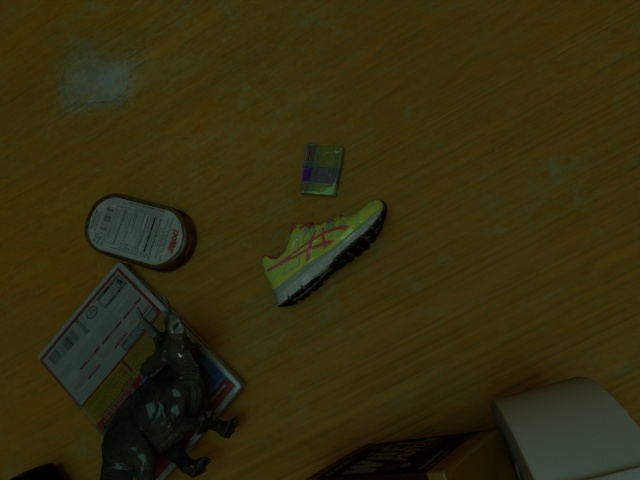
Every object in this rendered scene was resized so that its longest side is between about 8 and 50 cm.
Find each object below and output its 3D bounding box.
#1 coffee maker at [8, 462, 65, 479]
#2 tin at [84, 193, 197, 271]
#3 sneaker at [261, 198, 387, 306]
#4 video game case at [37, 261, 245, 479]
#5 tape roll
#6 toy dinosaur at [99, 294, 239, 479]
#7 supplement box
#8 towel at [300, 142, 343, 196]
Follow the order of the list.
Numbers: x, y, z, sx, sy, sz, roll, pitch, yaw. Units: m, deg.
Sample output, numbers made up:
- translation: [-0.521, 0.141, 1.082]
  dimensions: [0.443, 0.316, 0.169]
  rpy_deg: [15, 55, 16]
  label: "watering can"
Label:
- translation: [-0.375, 0.411, 0.660]
  dimensions: [0.178, 0.120, 0.171]
  rpy_deg: [43, 67, 15]
  label: "coffee maker"
- translation: [-0.291, -0.013, 0.751]
  dimensions: [0.190, 0.040, 0.106]
  rpy_deg: [14, 87, 14]
  label: "tin"
- translation: [0.000, 0.000, 0.663]
  dimensions: [0.209, 0.081, 0.094]
  rpy_deg: [-38, 72, 4]
  label: "sneaker"
- translation: [-0.279, 0.198, 0.714]
  dimensions: [0.285, 0.025, 0.204]
  rpy_deg: [40, 89, 16]
  label: "video game case"
- translation: [0.266, 0.282, 0.448]
  dimensions: [0.100, 0.286, 0.285]
  rpy_deg: [-19, 76, 9]
  label: "tape roll"
- translation: [-0.221, 0.251, 0.636]
  dimensions: [0.160, 0.121, 0.313]
  rpy_deg: [30, 91, 27]
  label: "toy dinosaur"
- translation: [0.115, 0.329, 0.510]
  dimensions: [0.194, 0.129, 0.191]
  rpy_deg: [-28, 73, 39]
  label: "supplement box"
- translation: [0.003, -0.109, 0.719]
  dimensions: [0.060, 0.009, 0.083]
  rpy_deg: [6, 82, 12]
  label: "towel"
